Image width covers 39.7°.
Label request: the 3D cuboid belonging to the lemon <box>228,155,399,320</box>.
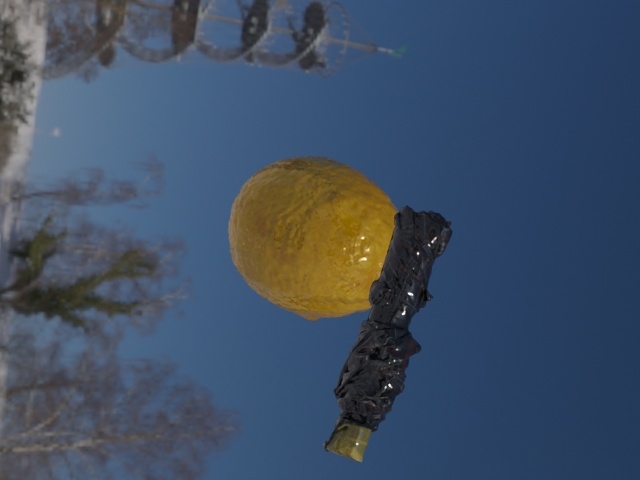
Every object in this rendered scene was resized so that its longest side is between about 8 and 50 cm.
[{"bbox_3d":[0.000,0.000,0.783,0.187,0.142,0.142,21,-71,21],"label":"lemon"}]

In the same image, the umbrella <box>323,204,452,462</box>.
[{"bbox_3d":[0.038,0.051,0.492,0.144,0.040,0.037,-70,-165,-12],"label":"umbrella"}]
